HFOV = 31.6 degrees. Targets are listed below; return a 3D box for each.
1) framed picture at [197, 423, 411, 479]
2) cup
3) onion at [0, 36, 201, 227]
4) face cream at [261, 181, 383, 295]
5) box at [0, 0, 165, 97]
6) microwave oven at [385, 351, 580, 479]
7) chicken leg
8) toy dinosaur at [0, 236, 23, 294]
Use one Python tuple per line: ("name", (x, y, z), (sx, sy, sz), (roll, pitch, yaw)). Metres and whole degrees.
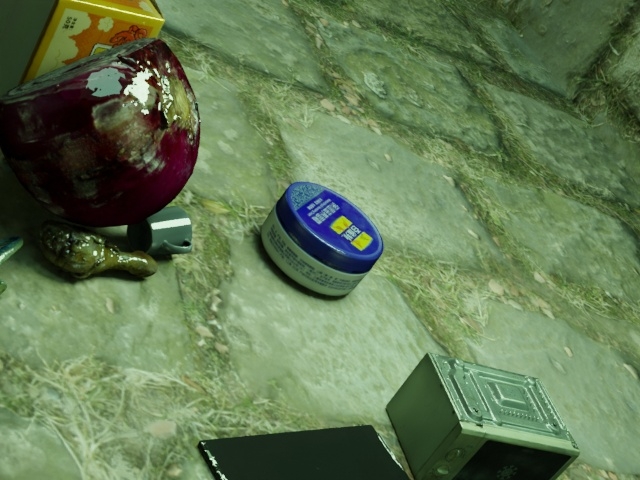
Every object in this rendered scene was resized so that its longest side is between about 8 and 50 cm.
("framed picture", (0.019, 0.361, 1.556), (0.338, 0.014, 0.255), (4, 39, -44))
("cup", (-0.249, -0.007, 1.785), (0.100, 0.078, 0.077), (34, 28, 35))
("onion", (-0.322, -0.145, 1.685), (0.337, 0.282, 0.260), (-70, 146, -69))
("face cream", (0.000, 0.000, 2.002), (0.206, 0.111, 0.206), (26, 29, -16))
("box", (-0.440, -0.341, 1.894), (0.214, 0.283, 0.259), (2, 41, -43))
("microwave oven", (0.253, 0.288, 1.782), (0.240, 0.145, 0.194), (16, 36, -30))
("chicken leg", (-0.328, 0.024, 1.682), (0.198, 0.069, 0.085), (18, 7, -40))
("toy dinosaur", (-0.482, 0.066, 1.429), (0.147, 0.076, 0.363), (33, 31, 20))
